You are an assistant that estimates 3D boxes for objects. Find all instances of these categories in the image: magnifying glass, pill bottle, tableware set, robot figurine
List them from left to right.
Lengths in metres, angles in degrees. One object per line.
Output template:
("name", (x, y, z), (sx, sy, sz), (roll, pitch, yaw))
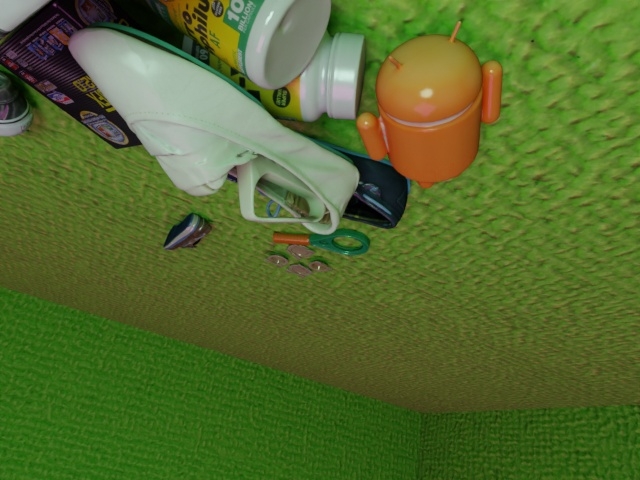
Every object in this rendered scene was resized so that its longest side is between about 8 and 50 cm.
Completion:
("pill bottle", (-0.103, -0.256, 0.438), (0.208, 0.117, 0.117), (38, 153, 9))
("pill bottle", (-0.052, -0.213, 0.547), (0.209, 0.119, 0.119), (8, 151, 8))
("tableware set", (-0.056, 0.058, 1.150), (0.141, 0.020, 0.169), (31, 147, -31))
("magnifying glass", (0.000, 0.000, 1.021), (0.231, 0.026, 0.092), (2, 151, 15))
("robot figurine", (0.141, -0.163, 0.556), (0.158, 0.128, 0.219), (12, 155, 23))

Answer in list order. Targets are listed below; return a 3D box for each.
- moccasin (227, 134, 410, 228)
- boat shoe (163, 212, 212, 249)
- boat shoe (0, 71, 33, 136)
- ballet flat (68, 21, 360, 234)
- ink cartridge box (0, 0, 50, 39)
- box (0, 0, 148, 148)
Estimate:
("moccasin", (-0.019, -0.101, 0.741), (0.343, 0.116, 0.137), (9, 152, 6))
("boat shoe", (-0.336, -0.007, 1.095), (0.066, 0.066, 0.183), (29, 148, -30))
("boat shoe", (-0.667, -0.272, 0.720), (0.336, 0.121, 0.119), (7, 146, -13))
("ballet flat", (-0.094, -0.096, 0.524), (0.139, 0.139, 0.401), (-13, 157, 39))
("ink cartridge box", (-0.263, -0.286, 0.322), (0.395, 0.285, 0.166), (-7, 148, 33))
("box", (-0.312, -0.230, 0.626), (0.270, 0.060, 0.216), (5, 153, 40))
